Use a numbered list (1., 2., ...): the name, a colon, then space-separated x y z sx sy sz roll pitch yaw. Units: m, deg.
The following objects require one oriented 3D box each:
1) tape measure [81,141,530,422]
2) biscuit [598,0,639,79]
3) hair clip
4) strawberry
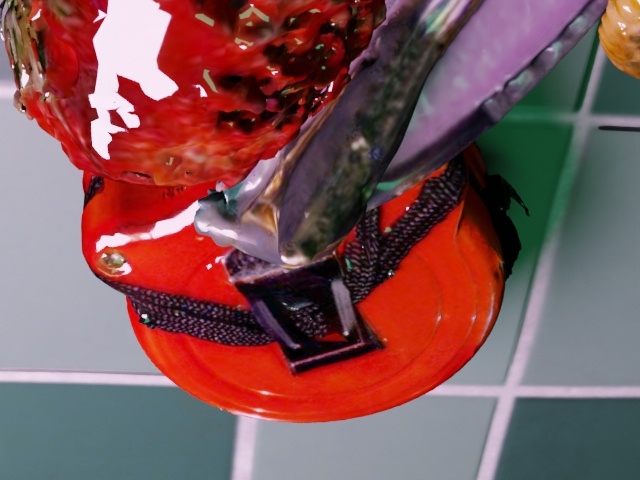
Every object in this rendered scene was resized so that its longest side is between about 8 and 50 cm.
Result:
1. tape measure: -0.001 0.000 1.128 0.253 0.114 0.260 -19 133 15
2. biscuit: 0.259 -0.152 0.968 0.254 0.035 0.254 -21 167 -5
3. hair clip: 0.076 -0.123 0.958 0.359 0.110 0.095 -53 168 1
4. strawberry: -0.051 -0.170 0.867 0.220 0.274 0.274 -15 137 -15
